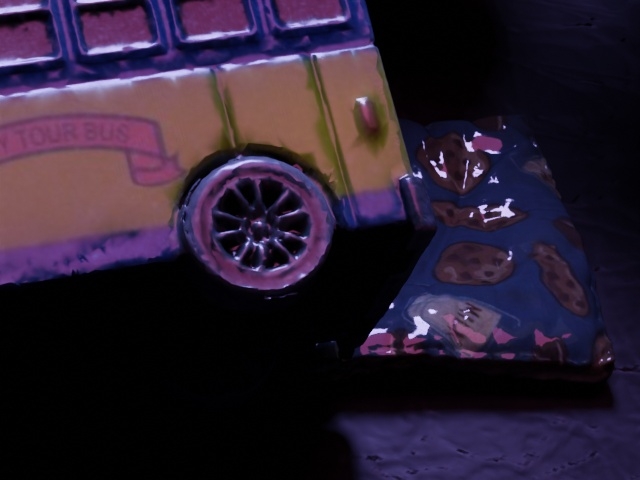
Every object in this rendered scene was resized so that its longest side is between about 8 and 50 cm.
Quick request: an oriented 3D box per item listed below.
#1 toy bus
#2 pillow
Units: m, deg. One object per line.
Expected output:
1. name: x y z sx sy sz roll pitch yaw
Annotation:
1. toy bus: -0.131 -0.027 0.769 0.312 0.152 0.190 -9 71 -15
2. pillow: -0.002 -0.001 0.924 0.255 0.034 0.189 -1 41 -11
